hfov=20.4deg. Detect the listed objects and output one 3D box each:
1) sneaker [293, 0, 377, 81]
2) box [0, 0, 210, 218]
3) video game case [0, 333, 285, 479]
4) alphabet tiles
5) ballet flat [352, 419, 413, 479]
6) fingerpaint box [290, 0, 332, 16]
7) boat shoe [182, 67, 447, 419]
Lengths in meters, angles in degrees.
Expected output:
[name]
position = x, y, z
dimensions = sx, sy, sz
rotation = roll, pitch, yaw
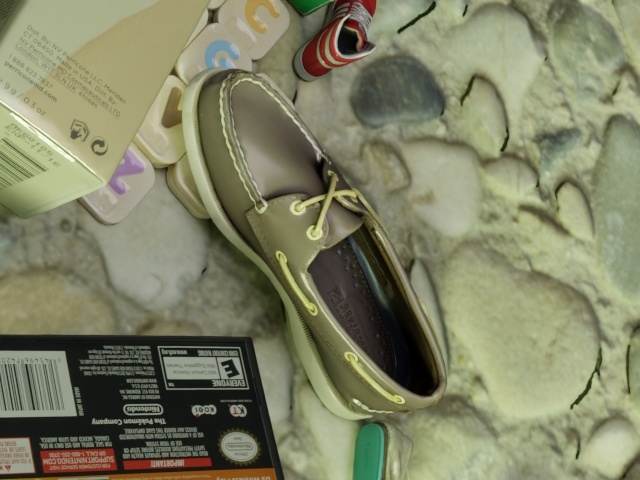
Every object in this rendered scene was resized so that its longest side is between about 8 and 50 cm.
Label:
[sneaker]
position = 0.029, -0.187, 1.535
dimensions = 0.042, 0.067, 0.118
rotation = 46, 56, -19
[box]
position = -0.166, -0.183, 1.317
dimensions = 0.121, 0.148, 0.311
rotation = 38, 62, -23
[video game case]
position = -0.139, 0.183, 1.198
dimensions = 0.275, 0.035, 0.248
rotation = 3, 63, -37
[alphabet tiles]
position = -0.143, -0.159, 1.430
dimensions = 0.284, 0.021, 0.278
rotation = 49, 55, -16
[ballet flat]
position = 0.049, 0.229, 1.450
dimensions = 0.052, 0.057, 0.168
rotation = 31, 61, -38
[fingerpaint box]
position = -0.028, -0.486, 1.510
dimensions = 0.445, 0.163, 0.371
rotation = 47, 56, -18
[boat shoe]
position = 0.000, 0.000, 1.429
dimensions = 0.117, 0.097, 0.324
rotation = -36, 106, -36
